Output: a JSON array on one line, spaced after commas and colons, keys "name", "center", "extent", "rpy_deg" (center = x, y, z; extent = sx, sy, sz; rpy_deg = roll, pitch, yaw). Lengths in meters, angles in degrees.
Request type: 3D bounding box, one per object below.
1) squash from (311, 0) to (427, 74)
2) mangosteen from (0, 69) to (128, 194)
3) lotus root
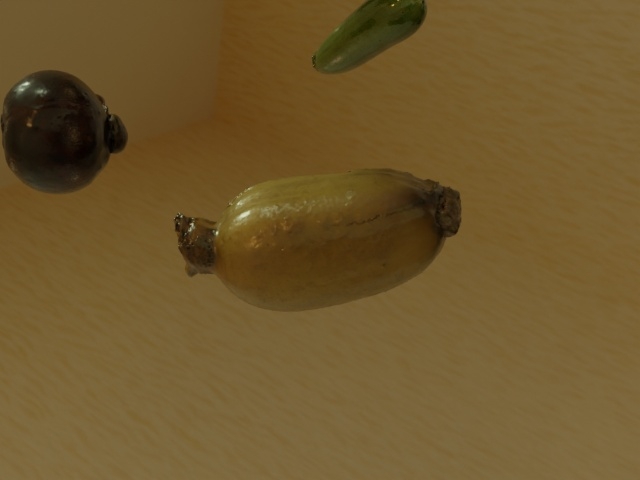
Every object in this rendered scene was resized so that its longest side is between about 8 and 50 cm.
[{"name": "squash", "center": [0.056, -0.257, 1.178], "extent": [0.066, 0.201, 0.066], "rpy_deg": [13, -112, -34]}, {"name": "mangosteen", "center": [-0.307, -0.130, 1.138], "extent": [0.152, 0.152, 0.152], "rpy_deg": [-39, -36, -36]}, {"name": "lotus root", "center": [0.000, 0.000, 1.002], "extent": [0.146, 0.303, 0.131], "rpy_deg": [-92, -7, -62]}]
